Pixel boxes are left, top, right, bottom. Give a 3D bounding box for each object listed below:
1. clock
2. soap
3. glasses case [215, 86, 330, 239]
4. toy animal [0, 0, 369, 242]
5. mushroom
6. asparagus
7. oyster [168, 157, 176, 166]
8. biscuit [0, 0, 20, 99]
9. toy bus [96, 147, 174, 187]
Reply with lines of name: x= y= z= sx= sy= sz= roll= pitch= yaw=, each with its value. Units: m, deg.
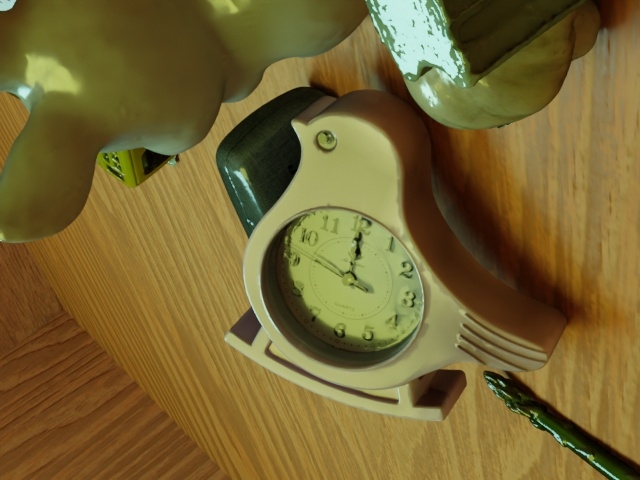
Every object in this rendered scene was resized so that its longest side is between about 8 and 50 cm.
clock: x=0.077 y=0.027 z=0.974 sx=0.290 sy=0.080 sz=0.275 roll=21 pitch=118 yaw=13
soap: x=0.103 y=-0.171 z=0.518 sx=0.063 sy=0.198 sz=0.114 roll=20 pitch=141 yaw=54
glasses case: x=0.000 y=0.000 z=1.146 sx=0.074 sy=0.131 sz=0.323 roll=25 pitch=148 yaw=45
toy animal: x=-0.134 y=-0.164 z=0.838 sx=0.196 sy=0.368 sz=0.241 roll=57 pitch=172 yaw=-6
mushroom: x=0.112 y=-0.142 z=0.685 sx=0.154 sy=0.123 sz=0.154 roll=-178 pitch=90 yaw=-75
asparagus: x=0.250 y=0.198 z=1.089 sx=0.236 sy=0.027 sz=0.034 roll=36 pitch=175 yaw=40
oyster: x=-0.237 y=-0.138 z=1.577 sx=0.098 sy=0.037 sz=0.100 roll=33 pitch=153 yaw=44
biscuit: x=-0.240 y=-0.255 z=1.062 sx=0.381 sy=0.074 sz=0.359 roll=16 pitch=145 yaw=9
toy bus: x=-0.245 y=-0.203 z=1.328 sx=0.151 sy=0.145 sz=0.331 roll=43 pitch=162 yaw=14
